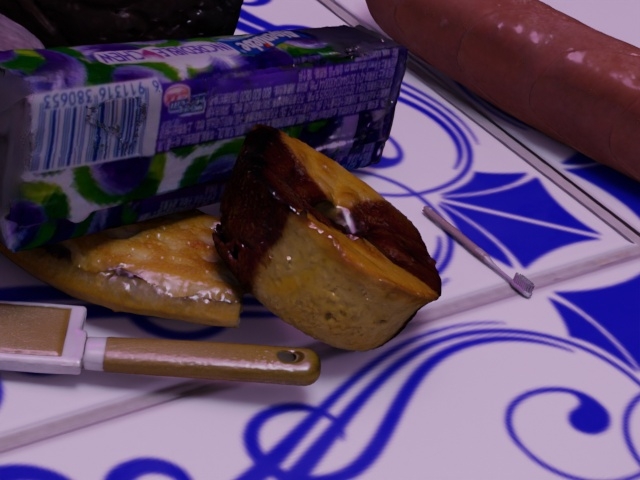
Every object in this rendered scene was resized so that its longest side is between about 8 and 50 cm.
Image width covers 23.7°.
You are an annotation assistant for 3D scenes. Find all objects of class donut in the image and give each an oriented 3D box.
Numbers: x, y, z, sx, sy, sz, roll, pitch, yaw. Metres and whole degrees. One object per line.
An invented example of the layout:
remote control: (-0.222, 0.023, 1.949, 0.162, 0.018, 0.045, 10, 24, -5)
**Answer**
donut: (0.000, 0.000, 0.793, 0.140, 0.059, 0.140, 33, 18, -12)

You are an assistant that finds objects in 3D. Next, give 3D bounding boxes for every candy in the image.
candy: (-0.066, -0.065, 0.827, 0.061, 0.088, 0.312, 27, 24, 31)

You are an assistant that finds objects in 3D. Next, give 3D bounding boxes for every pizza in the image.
pizza: (-0.102, 0.007, 0.808, 0.160, 0.035, 0.099, 21, 27, 17)

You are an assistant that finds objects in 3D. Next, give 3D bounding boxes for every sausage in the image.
sausage: (0.184, -0.097, 1.004, 0.433, 0.088, 0.088, 32, 39, 31)

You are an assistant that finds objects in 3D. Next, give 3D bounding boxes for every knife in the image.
knife: (-0.127, 0.051, 0.750, 0.256, 0.022, 0.046, 4, 40, -2)

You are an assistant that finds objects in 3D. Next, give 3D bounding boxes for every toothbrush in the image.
toothbrush: (0.092, 0.004, 0.893, 0.006, 0.008, 0.097, -2, 32, -43)

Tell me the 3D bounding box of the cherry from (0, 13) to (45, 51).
cherry: (-0.231, -0.069, 0.795, 0.176, 0.140, 0.176, 12, 27, -6)

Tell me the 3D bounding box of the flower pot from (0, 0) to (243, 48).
flower pot: (-0.197, -0.225, 0.915, 0.267, 0.266, 0.266, -1, 35, -21)
